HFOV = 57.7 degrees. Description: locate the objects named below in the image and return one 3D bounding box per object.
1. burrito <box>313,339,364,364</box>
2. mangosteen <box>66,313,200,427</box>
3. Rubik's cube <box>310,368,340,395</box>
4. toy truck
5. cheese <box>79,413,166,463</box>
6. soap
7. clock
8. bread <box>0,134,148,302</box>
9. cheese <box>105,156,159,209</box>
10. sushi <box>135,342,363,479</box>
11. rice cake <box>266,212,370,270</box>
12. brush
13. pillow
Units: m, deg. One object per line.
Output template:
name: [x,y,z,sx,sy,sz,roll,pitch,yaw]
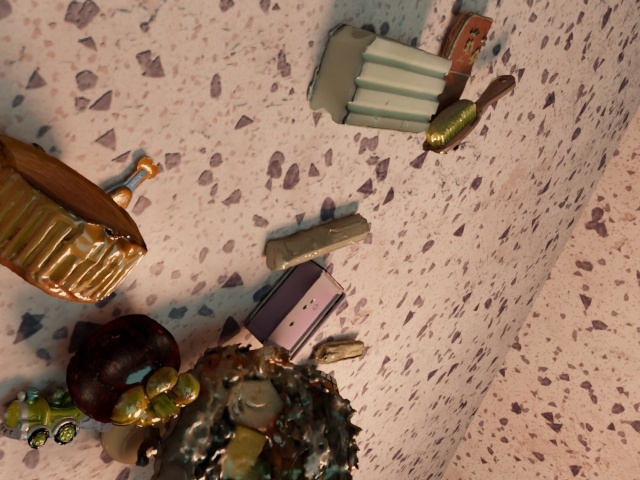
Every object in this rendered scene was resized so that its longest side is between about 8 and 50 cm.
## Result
burrito: [0.046,0.282,1.468,0.188,0.045,0.058,5,90,-51]
mangosteen: [-0.277,0.201,0.858,0.166,0.180,0.166,-45,157,-26]
Rubik's cube: [-0.017,0.378,1.414,0.133,0.112,0.133,-30,140,-29]
toy truck: [-0.407,0.253,0.851,0.111,0.076,0.077,17,89,-54]
cheese: [-0.335,0.319,1.005,0.137,0.064,0.227,-52,146,-6]
soap: [0.105,-0.269,0.998,0.261,0.094,0.150,-5,119,-48]
clock: [-0.047,0.140,1.193,0.193,0.073,0.144,-49,147,-6]
bread: [-0.291,-0.018,0.627,0.104,0.199,0.199,-51,147,1]
cheese: [-0.264,-0.066,0.782,0.111,0.017,0.047,-49,150,-8]
sushi: [-0.124,0.378,1.025,0.417,0.176,0.417,8,78,-38]
rice cake: [0.000,0.000,1.146,0.256,0.052,0.057,-19,105,-42]
brush: [0.319,-0.285,1.214,0.313,0.072,0.067,-41,138,-27]
pillow: [0.274,-0.343,1.180,0.126,0.043,0.232,-13,130,-47]
